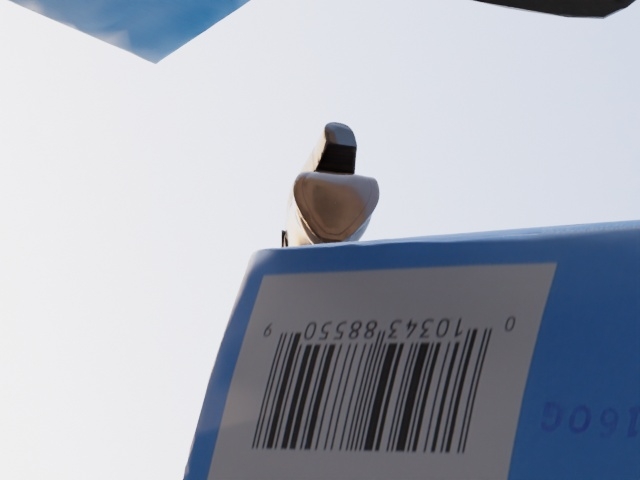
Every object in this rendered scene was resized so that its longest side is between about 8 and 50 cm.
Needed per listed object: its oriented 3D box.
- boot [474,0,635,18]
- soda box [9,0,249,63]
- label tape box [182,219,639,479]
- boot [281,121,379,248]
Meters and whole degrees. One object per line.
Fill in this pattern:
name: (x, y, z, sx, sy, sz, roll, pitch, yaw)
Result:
boot: (0.142, -0.322, 0.561, 0.146, 0.445, 0.367, 27, -47, 0)
soda box: (-0.103, -0.130, 0.656, 0.071, 0.210, 0.067, -30, -118, 26)
label tape box: (0.157, 0.118, 0.672, 0.249, 0.348, 0.115, -5, -122, 38)
boot: (0.000, 0.000, 0.972, 0.042, 0.118, 0.087, 13, -57, -3)
